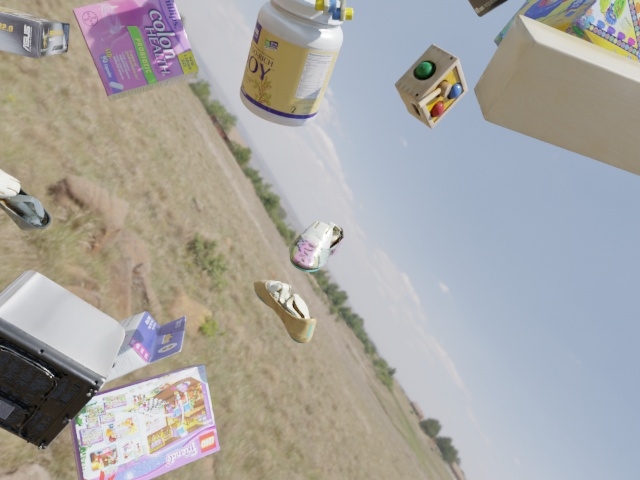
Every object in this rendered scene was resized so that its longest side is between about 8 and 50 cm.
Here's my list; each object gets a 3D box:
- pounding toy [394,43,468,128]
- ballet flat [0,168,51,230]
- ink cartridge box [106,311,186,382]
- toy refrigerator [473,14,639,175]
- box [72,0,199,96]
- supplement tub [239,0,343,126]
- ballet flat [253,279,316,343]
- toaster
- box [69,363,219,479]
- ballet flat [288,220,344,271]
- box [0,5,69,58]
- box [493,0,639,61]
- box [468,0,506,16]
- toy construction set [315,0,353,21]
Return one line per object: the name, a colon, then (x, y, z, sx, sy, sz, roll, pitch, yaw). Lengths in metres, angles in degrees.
pounding toy: (0.221, -0.298, 1.002, 0.100, 0.130, 0.141, 46, 4, 31)
ballet flat: (-0.595, -0.090, 0.975, 0.213, 0.068, 0.072, 78, 11, -59)
ink cartridge box: (-0.491, 0.255, 1.195, 0.324, 0.330, 0.071, -161, -132, -76)
toy refrigerator: (0.335, -0.166, 0.611, 0.094, 0.269, 0.102, -84, -167, -48)
box: (-0.472, -0.504, 1.313, 0.117, 0.243, 0.213, 23, -48, 68)
supplement tub: (-0.079, -0.517, 1.420, 0.241, 0.241, 0.331, 57, -42, 38)
ballet flat: (-0.079, 0.144, 1.190, 0.080, 0.073, 0.232, 5, 29, -43)
toaster: (-0.367, 0.149, 0.633, 0.185, 0.168, 0.110, 37, 24, -17)
box: (-0.376, 0.405, 1.096, 0.057, 0.293, 0.201, -16, -97, 50)
ballet flat: (0.000, 0.000, 0.960, 0.077, 0.079, 0.221, 33, 14, 9)
box: (-0.524, -0.348, 0.813, 0.231, 0.183, 0.056, -124, -133, -64)
box: (0.619, -0.520, 1.162, 0.177, 0.279, 0.290, 40, 0, -21)
box: (0.278, -0.545, 0.839, 0.270, 0.143, 0.165, 52, 1, -11)
toy construction set: (0.032, -0.708, 1.183, 0.215, 0.151, 0.328, 130, -53, -84)
